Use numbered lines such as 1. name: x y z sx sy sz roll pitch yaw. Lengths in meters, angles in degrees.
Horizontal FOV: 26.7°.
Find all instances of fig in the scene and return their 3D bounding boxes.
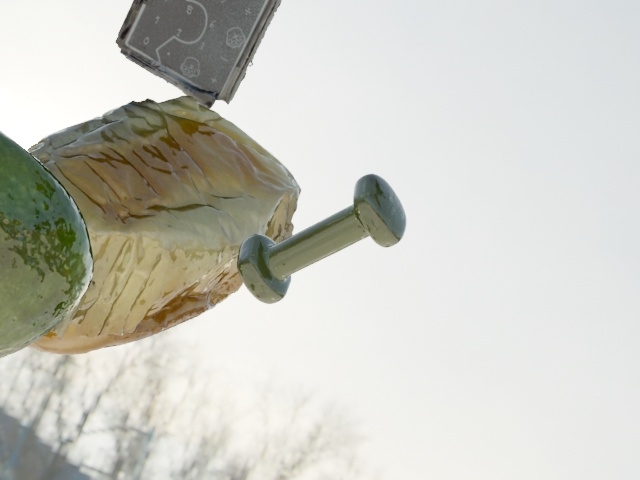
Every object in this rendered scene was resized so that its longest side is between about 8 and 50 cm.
1. fig: -0.282 0.025 0.914 0.203 0.235 0.203 37 -19 15

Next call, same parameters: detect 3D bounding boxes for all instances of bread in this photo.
1. bread: -0.193 -0.017 1.328 0.236 0.183 0.388 44 30 21

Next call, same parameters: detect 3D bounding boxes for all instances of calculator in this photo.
1. calculator: -0.117 -0.300 1.537 0.165 0.274 0.028 31 15 15

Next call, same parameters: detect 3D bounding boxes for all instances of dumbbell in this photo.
1. dumbbell: 0.000 0.000 0.899 0.118 0.052 0.046 -27 -64 23
